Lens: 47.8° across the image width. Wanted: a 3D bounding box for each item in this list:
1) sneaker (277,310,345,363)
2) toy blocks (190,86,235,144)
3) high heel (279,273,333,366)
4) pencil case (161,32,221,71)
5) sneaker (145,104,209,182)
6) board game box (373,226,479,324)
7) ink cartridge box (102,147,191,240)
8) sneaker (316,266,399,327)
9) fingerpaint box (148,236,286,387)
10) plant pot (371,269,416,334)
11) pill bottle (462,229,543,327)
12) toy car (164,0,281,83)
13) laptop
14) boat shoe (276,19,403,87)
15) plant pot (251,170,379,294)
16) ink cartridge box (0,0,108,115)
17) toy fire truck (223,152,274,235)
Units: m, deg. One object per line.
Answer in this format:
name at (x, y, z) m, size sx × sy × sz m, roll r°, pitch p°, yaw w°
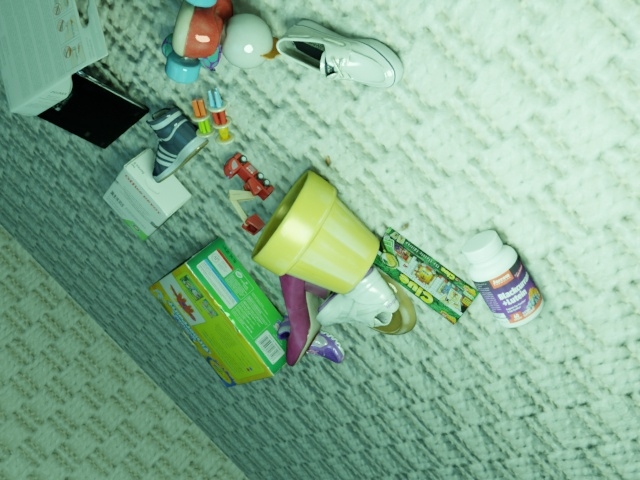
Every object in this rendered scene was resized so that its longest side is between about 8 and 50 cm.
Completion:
sneaker at (-0.037, 0.314, 2.211) m, size 0.236 × 0.104 × 0.095 m, roll 32°, pitch 143°, yaw 16°
toy blocks at (-0.280, -0.324, 1.823) m, size 0.123 × 0.054 × 0.148 m, roll 22°, pitch 141°, yaw 29°
high heel at (-0.079, 0.194, 2.069) m, size 0.181 × 0.127 × 0.377 m, roll 27°, pitch 121°, yaw 10°
pencil case at (-0.303, -0.447, 1.707) m, size 0.151 × 0.070 × 0.065 m, roll 22°, pitch 107°, yaw 32°
sneaker at (-0.426, -0.270, 1.997) m, size 0.153 × 0.099 × 0.282 m, roll 50°, pitch 143°, yaw -10°
board game box at (0.245, 0.087, 1.734) m, size 0.259 × 0.030 × 0.136 m, roll 37°, pitch 148°, yaw 12°
ink cartridge box at (-0.543, -0.138, 2.250) m, size 0.198 × 0.115 × 0.273 m, roll 49°, pitch 147°, yaw -8°
sneaker at (0.091, 0.183, 1.864) m, size 0.152 × 0.114 × 0.305 m, roll 46°, pitch 147°, yaw -1°
fingerpaint box at (-0.317, 0.247, 2.374) m, size 0.445 × 0.163 × 0.371 m, roll 53°, pitch 146°, yaw -6°
plant pot at (0.146, 0.169, 1.924) m, size 0.236 × 0.032 × 0.236 m, roll 29°, pitch 143°, yaw 24°
pill bottle at (0.377, 0.078, 1.511) m, size 0.108 × 0.108 × 0.193 m, roll -12°, pitch 118°, yaw 52°
toy car at (-0.182, -0.439, 1.523) m, size 0.237 × 0.210 × 0.219 m, roll 17°, pitch 130°, yaw -10°
laptop at (-0.721, -0.509, 2.128) m, size 0.407 × 0.236 × 0.382 m, roll 27°, pitch 156°, yaw -28°
boat shoe at (0.032, -0.358, 1.423) m, size 0.267 × 0.088 × 0.096 m, roll 31°, pitch 144°, yaw 20°
plant pot at (0.000, 0.000, 1.730) m, size 0.239 × 0.254 × 0.254 m, roll 33°, pitch 148°, yaw -11°
ink cartridge box at (-0.687, -0.536, 1.866) m, size 0.385 × 0.091 × 0.308 m, roll -18°, pitch 83°, yaw 28°
toy fire truck at (-0.195, -0.122, 1.877) m, size 0.192 × 0.135 × 0.047 m, roll 45°, pitch 147°, yaw -2°
